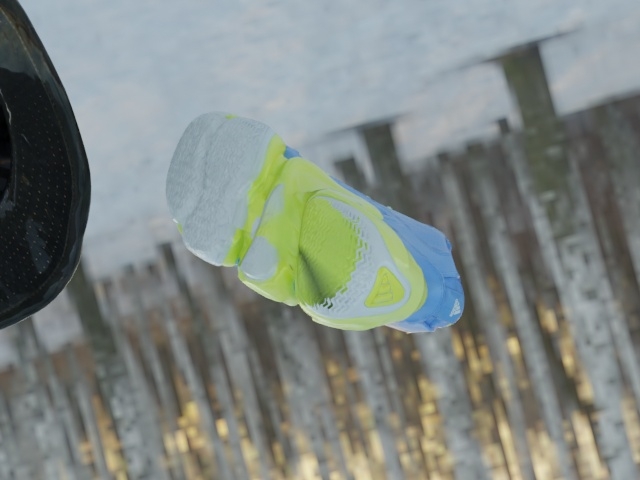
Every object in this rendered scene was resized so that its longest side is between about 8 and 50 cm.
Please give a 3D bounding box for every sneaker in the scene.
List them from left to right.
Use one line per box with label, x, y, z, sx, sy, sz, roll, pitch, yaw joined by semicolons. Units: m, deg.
sneaker;0.000;0.000;1.206;0.126;0.091;0.240;21;-167;-38

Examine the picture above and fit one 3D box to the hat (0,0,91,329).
hat;-0.264;-0.101;1.354;0.331;0.331;0.134;-16;-169;34
